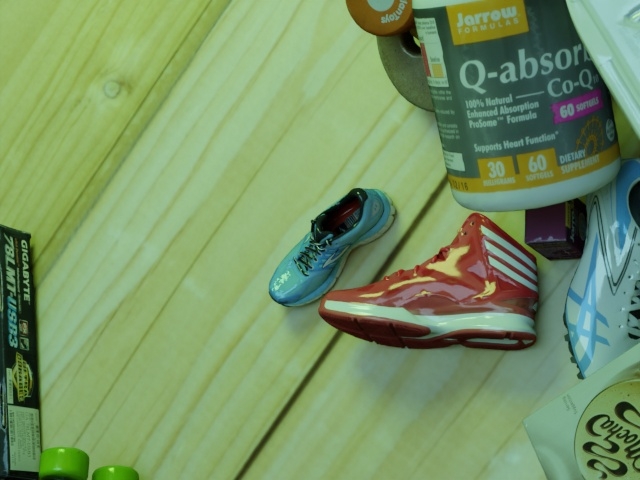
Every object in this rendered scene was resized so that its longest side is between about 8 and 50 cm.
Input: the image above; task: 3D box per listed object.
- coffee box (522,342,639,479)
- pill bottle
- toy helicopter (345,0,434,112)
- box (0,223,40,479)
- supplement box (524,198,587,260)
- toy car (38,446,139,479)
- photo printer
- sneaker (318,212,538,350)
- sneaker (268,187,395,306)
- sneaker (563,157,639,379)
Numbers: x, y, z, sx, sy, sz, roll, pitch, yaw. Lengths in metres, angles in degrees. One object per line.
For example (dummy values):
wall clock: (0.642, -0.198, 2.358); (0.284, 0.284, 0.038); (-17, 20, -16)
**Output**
coffee box: (0.309, 0.240, 1.244); (0.168, 0.119, 0.297); (-36, 41, 16)
pill bottle: (0.172, -0.177, 1.348); (0.162, 0.162, 0.278); (-8, 105, 24)
toy helicopter: (0.215, -0.233, 1.454); (0.355, 0.140, 0.235); (-26, 89, 30)
box: (-0.468, 0.152, 1.732); (0.296, 0.073, 0.293); (-13, 71, 23)
supplement box: (0.228, -0.015, 1.428); (0.043, 0.083, 0.055); (-4, 77, 26)
toy car: (-0.297, 0.324, 1.576); (0.188, 0.149, 0.155); (-20, 57, 33)
photo printer: (0.335, -0.096, 1.268); (0.107, 0.307, 0.256); (-32, 67, 15)
sneaker: (0.113, 0.038, 1.484); (0.221, 0.087, 0.128); (5, 71, 15)
sneaker: (0.000, 0.000, 1.541); (0.162, 0.073, 0.063); (-47, 63, 8)
sneaker: (0.284, 0.036, 1.384); (0.086, 0.085, 0.237); (-4, 74, 44)
